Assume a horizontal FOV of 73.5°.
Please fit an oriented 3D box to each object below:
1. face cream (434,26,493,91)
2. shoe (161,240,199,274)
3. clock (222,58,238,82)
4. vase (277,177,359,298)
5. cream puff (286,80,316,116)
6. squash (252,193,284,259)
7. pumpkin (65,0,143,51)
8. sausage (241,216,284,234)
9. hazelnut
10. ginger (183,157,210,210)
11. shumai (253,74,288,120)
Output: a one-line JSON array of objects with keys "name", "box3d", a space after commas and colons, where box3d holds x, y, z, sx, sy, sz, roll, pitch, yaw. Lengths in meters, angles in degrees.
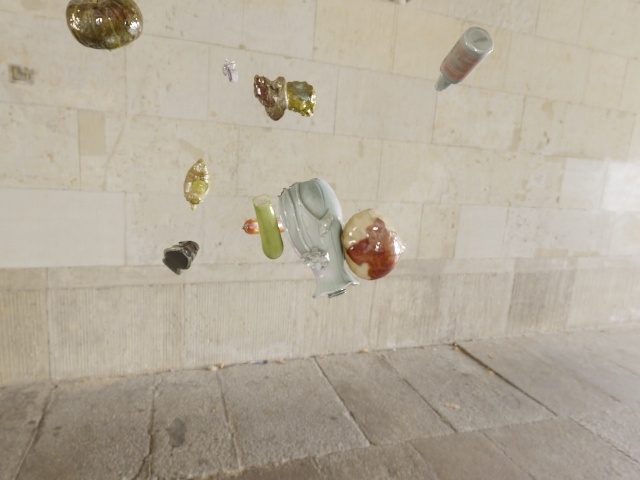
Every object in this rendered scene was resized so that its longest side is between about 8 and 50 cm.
[{"name": "face cream", "box3d": [0.447, -0.568, 1.397, 0.101, 0.100, 0.251, 2, -16, -14]}, {"name": "shoe", "box3d": [-0.465, 0.042, 1.456, 0.112, 0.099, 0.228, -52, 12, -32]}, {"name": "clock", "box3d": [-0.401, -0.749, 1.887, 0.041, 0.086, 0.129, -20, 41, -24]}, {"name": "vase", "box3d": [0.000, 0.000, 1.643, 0.250, 0.444, 0.250, -17, -9, -3]}, {"name": "cream puff", "box3d": [-0.085, -0.563, 1.719, 0.147, 0.116, 0.146, 3, 51, -3]}, {"name": "squash", "box3d": [-0.183, -0.038, 1.508, 0.084, 0.249, 0.083, -7, 33, 5]}, {"name": "pumpkin", "box3d": [-0.646, -0.652, 1.295, 0.219, 0.162, 0.218, 1, 46, -1]}, {"name": "sausage", "box3d": [-0.313, -0.080, 2.355, 0.093, 0.092, 0.312, 11, 10, 34]}, {"name": "hazelnut", "box3d": [0.198, 0.012, 1.583, 0.242, 0.260, 0.261, -8, 11, -2]}, {"name": "ginger", "box3d": [-0.500, -0.223, 1.731, 0.102, 0.215, 0.157, 10, 11, -28]}, {"name": "shumai", "box3d": [-0.151, -0.434, 1.317, 0.105, 0.122, 0.139, -5, -18, 0]}]
